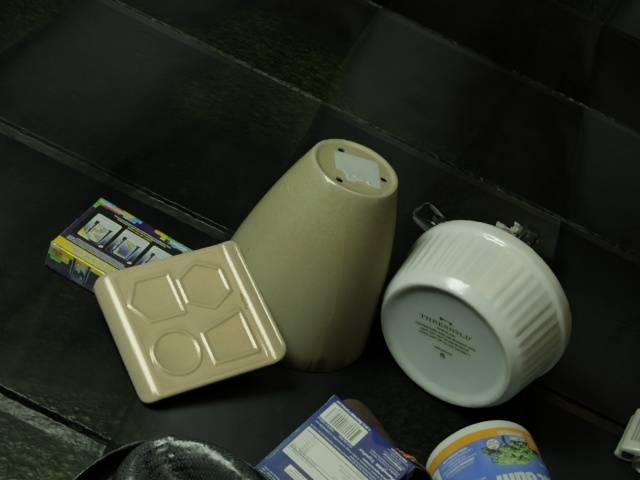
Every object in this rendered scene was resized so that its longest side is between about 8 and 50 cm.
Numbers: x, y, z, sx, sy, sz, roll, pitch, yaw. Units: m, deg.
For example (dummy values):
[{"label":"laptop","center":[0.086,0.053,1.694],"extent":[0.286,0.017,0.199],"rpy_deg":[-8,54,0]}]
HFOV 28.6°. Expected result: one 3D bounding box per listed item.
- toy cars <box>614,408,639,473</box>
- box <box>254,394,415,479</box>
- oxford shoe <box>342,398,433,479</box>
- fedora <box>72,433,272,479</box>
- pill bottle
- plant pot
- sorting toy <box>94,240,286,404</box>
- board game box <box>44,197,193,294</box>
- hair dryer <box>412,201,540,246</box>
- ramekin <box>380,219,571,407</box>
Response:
[{"label":"toy cars","center":[0.570,0.369,1.764],"extent":[0.176,0.087,0.393],"rpy_deg":[-19,49,-10]},{"label":"box","center":[-0.012,0.302,1.496],"extent":[0.136,0.036,0.225],"rpy_deg":[40,59,20]},{"label":"oxford shoe","center":[0.095,0.294,1.608],"extent":[0.097,0.098,0.271],"rpy_deg":[-2,43,-34]},{"label":"fedora","center":[-0.132,0.325,1.332],"extent":[0.334,0.152,0.334],"rpy_deg":[7,49,-8]},{"label":"pill bottle","center":[0.239,0.371,1.552],"extent":[0.152,0.152,0.272],"rpy_deg":[7,39,-25]},{"label":"plant pot","center":[0.000,0.000,1.780],"extent":[0.256,0.274,0.256],"rpy_deg":[17,35,-12]},{"label":"sorting toy","center":[-0.175,0.108,1.677],"extent":[0.208,0.038,0.193],"rpy_deg":[-17,66,-23]},{"label":"board game box","center":[-0.278,0.027,1.770],"extent":[0.170,0.048,0.141],"rpy_deg":[30,37,6]},{"label":"hair dryer","center":[0.251,0.047,2.034],"extent":[0.224,0.080,0.293],"rpy_deg":[10,29,1]},{"label":"ramekin","center":[0.207,0.116,1.780],"extent":[0.273,0.273,0.127],"rpy_deg":[36,49,15]}]
